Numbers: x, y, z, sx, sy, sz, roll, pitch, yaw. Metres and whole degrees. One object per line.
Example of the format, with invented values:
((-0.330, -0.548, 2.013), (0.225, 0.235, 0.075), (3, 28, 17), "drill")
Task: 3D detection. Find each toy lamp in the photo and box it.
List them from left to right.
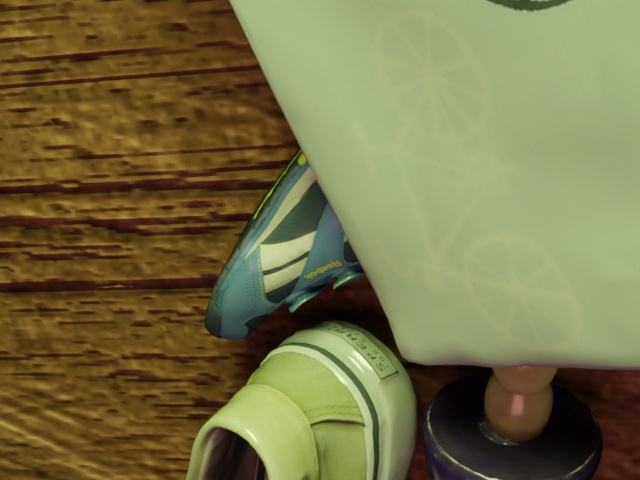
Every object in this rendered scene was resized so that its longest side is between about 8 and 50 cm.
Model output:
((0.084, 0.018, 0.541), (0.080, 0.080, 0.274), (11, 122, 11), "toy lamp")

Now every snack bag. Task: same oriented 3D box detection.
((0.085, -0.092, 0.371), (0.343, 0.037, 0.323), (-7, 117, 47), "snack bag")

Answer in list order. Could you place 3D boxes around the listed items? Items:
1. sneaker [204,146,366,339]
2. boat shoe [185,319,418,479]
((0.000, 0.000, 0.568), (0.059, 0.053, 0.144), (33, 127, -8), "sneaker")
((-0.030, 0.174, 0.650), (0.109, 0.094, 0.302), (29, 126, 34), "boat shoe")
